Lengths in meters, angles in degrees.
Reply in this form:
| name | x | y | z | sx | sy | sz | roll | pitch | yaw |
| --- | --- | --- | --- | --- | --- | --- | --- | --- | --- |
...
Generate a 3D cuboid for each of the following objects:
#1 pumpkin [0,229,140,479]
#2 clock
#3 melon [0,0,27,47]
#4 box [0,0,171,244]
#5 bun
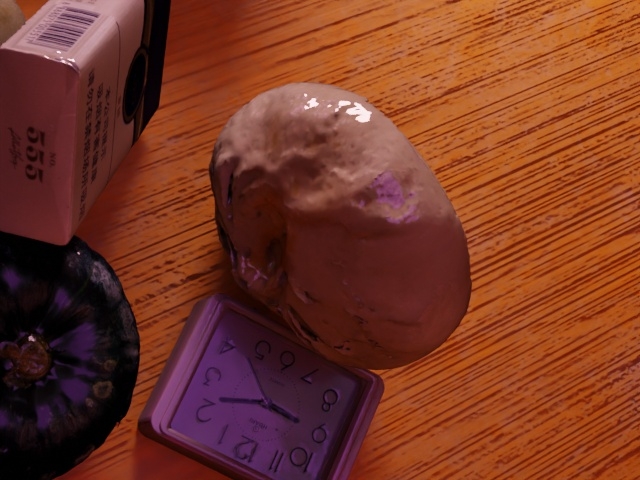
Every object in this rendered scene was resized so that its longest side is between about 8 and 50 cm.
| name | x | y | z | sx | sy | sz | roll | pitch | yaw |
| --- | --- | --- | --- | --- | --- | --- | --- | --- | --- |
| pumpkin | -0.266 | 0.097 | 0.935 | 0.233 | 0.163 | 0.233 | 2 | 86 | -29 |
| clock | -0.053 | 0.155 | 1.058 | 0.197 | 0.063 | 0.150 | 29 | 71 | -13 |
| melon | -0.374 | -0.112 | 0.891 | 0.272 | 0.272 | 0.308 | 48 | 35 | -6 |
| box | -0.196 | -0.132 | 0.946 | 0.071 | 0.168 | 0.259 | 14 | 34 | 4 |
| bun | 0.000 | 0.000 | 0.995 | 0.146 | 0.287 | 0.287 | -36 | 93 | -29 |
